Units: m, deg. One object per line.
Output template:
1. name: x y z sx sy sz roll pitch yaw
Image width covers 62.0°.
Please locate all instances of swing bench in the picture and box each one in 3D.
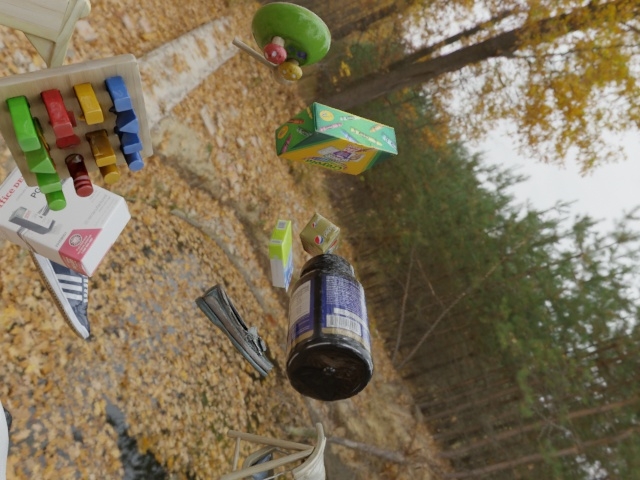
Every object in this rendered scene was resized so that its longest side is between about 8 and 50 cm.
1. swing bench: -0.106 0.619 1.354 0.165 0.254 0.253 -93 179 -62

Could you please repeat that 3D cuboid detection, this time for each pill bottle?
1. pill bottle: 0.012 0.120 0.807 0.219 0.122 0.123 -89 155 -56

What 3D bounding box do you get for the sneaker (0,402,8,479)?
1. sneaker: -0.367 0.208 0.442 0.169 0.108 0.293 -33 135 -57

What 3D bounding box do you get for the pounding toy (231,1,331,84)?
1. pounding toy: -0.092 -0.417 1.204 0.183 0.237 0.110 24 70 -30

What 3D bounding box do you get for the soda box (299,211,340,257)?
1. soda box: 0.000 0.000 1.107 0.061 0.058 0.181 36 -9 7

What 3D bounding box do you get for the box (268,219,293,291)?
1. box: -0.107 0.044 1.475 0.109 0.042 0.178 -76 168 -49

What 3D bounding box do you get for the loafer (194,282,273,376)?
1. loafer: -0.203 0.226 1.358 0.267 0.084 0.096 48 -11 -3

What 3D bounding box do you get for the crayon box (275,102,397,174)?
1. crayon box: 0.042 -0.255 1.381 0.278 0.165 0.081 7 72 -38

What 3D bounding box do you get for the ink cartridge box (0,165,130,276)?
1. ink cartridge box: -0.518 -0.050 1.053 0.092 0.217 0.159 110 4 -64

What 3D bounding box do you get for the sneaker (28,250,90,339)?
1. sneaker: -0.660 0.118 1.462 0.099 0.153 0.282 -19 -81 57

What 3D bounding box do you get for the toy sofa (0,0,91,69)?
1. toy sofa: -0.465 -0.347 0.608 0.362 0.177 0.150 6 42 -41

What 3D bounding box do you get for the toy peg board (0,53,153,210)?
1. toy peg board: -0.277 -0.115 0.626 0.079 0.160 0.161 60 -23 25

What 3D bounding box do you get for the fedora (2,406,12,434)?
1. fedora: -0.665 0.331 0.918 0.334 0.334 0.153 54 44 -52
